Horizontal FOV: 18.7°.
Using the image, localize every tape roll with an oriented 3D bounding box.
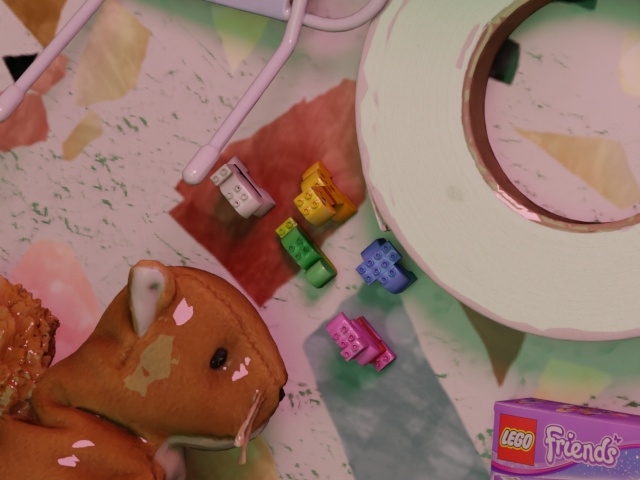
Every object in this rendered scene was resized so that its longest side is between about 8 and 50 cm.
[{"bbox_3d":[0.220,-0.109,1.587,0.392,0.072,0.392,1,93,17],"label":"tape roll"}]

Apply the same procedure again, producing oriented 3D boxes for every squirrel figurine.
[{"bbox_3d":[-0.229,0.163,1.633,0.397,0.281,0.370,29,93,11],"label":"squirrel figurine"}]

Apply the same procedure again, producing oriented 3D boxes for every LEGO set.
[{"bbox_3d":[0.000,0.000,1.644,0.087,0.093,0.227,-41,81,14],"label":"LEGO set"}]

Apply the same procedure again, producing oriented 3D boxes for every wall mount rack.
[{"bbox_3d":[-0.124,-0.215,1.622,0.350,0.130,0.304,18,96,28],"label":"wall mount rack"}]

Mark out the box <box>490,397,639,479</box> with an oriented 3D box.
[{"bbox_3d":[0.262,0.243,1.536,0.293,0.057,0.201,7,95,42],"label":"box"}]
